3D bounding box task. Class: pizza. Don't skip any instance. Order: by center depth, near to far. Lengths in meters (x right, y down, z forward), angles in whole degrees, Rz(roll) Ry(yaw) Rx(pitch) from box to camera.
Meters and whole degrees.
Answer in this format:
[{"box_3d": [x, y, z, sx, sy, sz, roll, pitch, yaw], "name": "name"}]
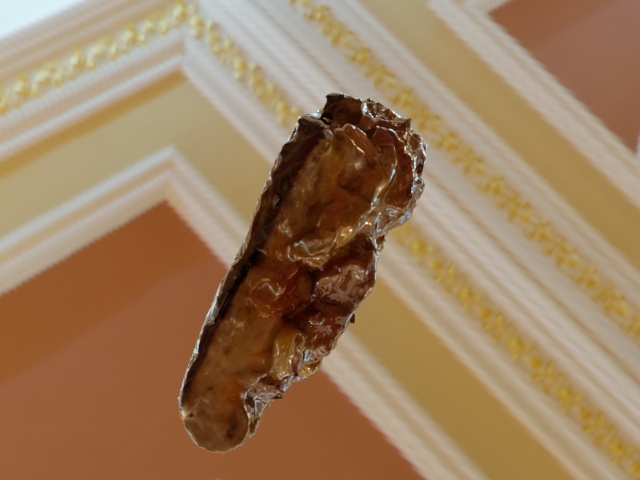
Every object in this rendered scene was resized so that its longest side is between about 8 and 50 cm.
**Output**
[{"box_3d": [0.000, 0.000, 1.208, 0.114, 0.278, 0.409, 28, -137, 1], "name": "pizza"}]
